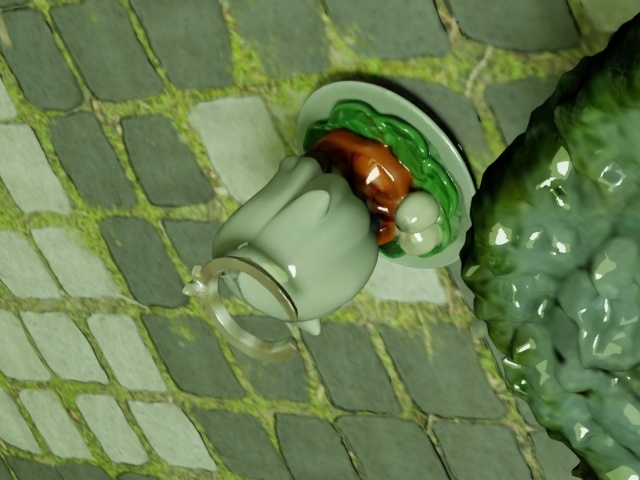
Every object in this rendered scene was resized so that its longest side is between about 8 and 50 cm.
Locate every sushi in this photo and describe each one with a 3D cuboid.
[{"bbox_3d":[0.233,0.005,0.668,0.294,0.178,0.352,44,146,3],"label":"sushi"}]

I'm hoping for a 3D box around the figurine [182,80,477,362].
[{"bbox_3d":[0.000,0.000,0.925,0.132,0.154,0.132,27,140,26],"label":"figurine"}]
